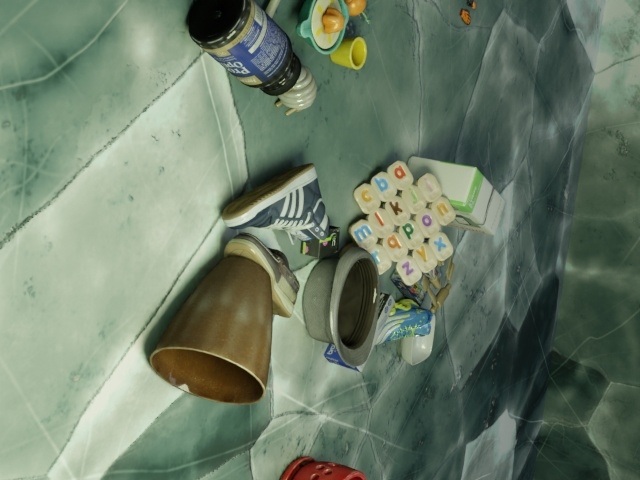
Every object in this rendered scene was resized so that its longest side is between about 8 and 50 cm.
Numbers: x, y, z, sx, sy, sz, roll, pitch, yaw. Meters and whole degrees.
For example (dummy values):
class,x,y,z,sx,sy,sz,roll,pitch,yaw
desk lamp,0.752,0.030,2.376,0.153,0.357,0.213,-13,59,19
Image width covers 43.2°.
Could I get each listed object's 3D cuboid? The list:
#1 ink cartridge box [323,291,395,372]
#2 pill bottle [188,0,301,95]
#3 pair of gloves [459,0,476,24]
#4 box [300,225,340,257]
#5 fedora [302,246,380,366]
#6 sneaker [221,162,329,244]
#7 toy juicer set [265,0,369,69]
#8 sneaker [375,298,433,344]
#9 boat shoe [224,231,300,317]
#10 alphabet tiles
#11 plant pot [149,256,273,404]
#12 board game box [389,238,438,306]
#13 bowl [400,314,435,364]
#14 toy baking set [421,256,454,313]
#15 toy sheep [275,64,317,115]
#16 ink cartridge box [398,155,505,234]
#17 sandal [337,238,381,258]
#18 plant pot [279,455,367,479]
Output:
class,x,y,z,sx,sy,sz,roll,pitch,yaw
ink cartridge box,0.099,0.221,2.027,0.207,0.097,0.046,-62,145,-23
pill bottle,-0.126,-0.348,1.442,0.219,0.123,0.122,34,73,-56
pair of gloves,0.418,-0.653,2.279,0.074,0.010,0.083,25,79,-57
box,0.000,0.000,1.834,0.083,0.052,0.062,-16,114,-56
fedora,0.040,0.148,1.881,0.244,0.124,0.275,15,80,-60
sneaker,-0.077,-0.042,1.626,0.282,0.099,0.153,-37,114,-49
toy juicer set,0.015,-0.484,1.642,0.329,0.090,0.209,7,96,-57
sneaker,0.225,0.226,2.197,0.240,0.126,0.091,-31,127,-49
boat shoe,-0.111,0.058,1.645,0.092,0.103,0.285,-66,151,-26
alphabet tiles,0.206,-0.044,2.011,0.284,0.021,0.278,-35,100,-22
plant pot,-0.176,0.154,1.506,0.215,0.216,0.230,61,36,-47
board game box,0.288,0.070,2.300,0.194,0.060,0.194,-65,146,-17
bowl,0.282,0.284,2.377,0.142,0.053,0.141,-14,113,-54
toy baking set,0.325,0.103,2.290,0.256,0.030,0.196,-49,134,-50
toy sheep,-0.050,-0.306,1.613,0.091,0.091,0.132,-58,162,-27
ink cartridge box,0.365,-0.119,2.219,0.273,0.198,0.114,31,75,-56
sandal,0.140,0.014,2.030,0.240,0.079,0.088,-37,131,-46
plant pot,-0.003,0.619,1.944,0.191,0.174,0.191,-28,125,-50
